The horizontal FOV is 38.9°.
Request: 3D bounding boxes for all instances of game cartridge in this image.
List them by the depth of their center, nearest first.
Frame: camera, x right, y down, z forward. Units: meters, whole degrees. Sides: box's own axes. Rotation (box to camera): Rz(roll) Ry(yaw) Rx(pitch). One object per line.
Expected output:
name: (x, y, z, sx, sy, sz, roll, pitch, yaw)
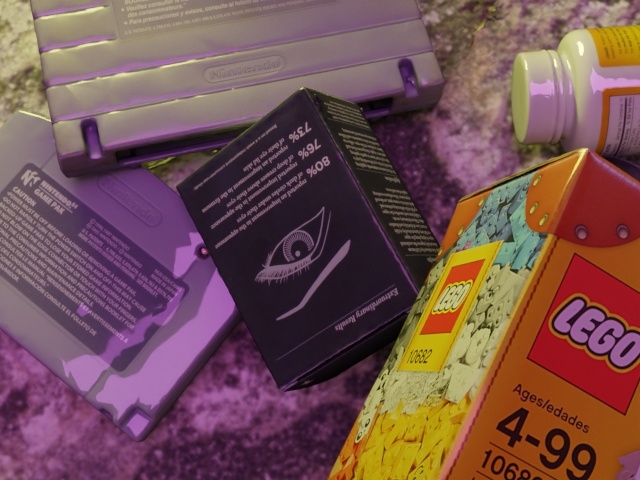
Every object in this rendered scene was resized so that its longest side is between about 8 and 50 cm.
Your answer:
game cartridge: (-0.213, 0.018, 0.836, 0.294, 0.060, 0.196, 37, 84, 11)
game cartridge: (-0.085, -0.199, 0.859, 0.355, 0.068, 0.230, -12, 66, -9)

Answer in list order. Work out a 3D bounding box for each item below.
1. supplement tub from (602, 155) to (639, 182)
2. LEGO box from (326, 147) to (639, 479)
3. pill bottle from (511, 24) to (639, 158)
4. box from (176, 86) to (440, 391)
supplement tub: (0.214, 0.022, 0.782, 0.106, 0.106, 0.198, 38, 81, 12)
LEGO box: (0.254, 0.238, 0.595, 0.500, 0.193, 0.372, 30, 76, -10)
pill bottle: (0.286, -0.134, 0.813, 0.215, 0.117, 0.117, -3, 75, 2)
box: (0.000, 0.000, 0.771, 0.153, 0.108, 0.207, -34, 75, 23)
